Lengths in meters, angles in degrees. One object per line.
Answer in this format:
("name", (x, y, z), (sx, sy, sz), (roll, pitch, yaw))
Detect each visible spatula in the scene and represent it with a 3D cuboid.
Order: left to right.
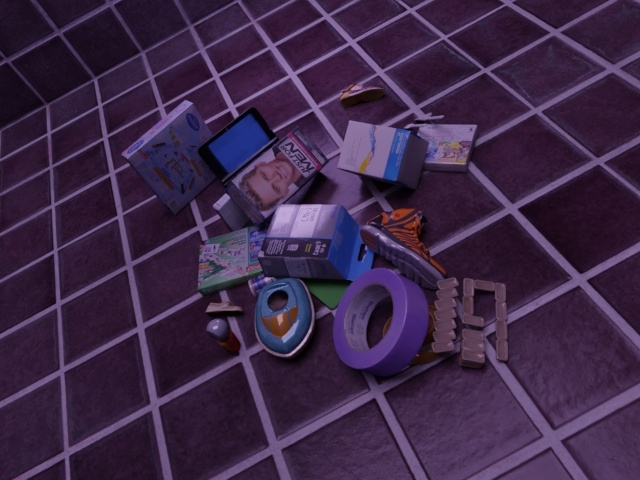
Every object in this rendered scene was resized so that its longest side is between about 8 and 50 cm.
("spatula", (0.336, -0.407, 1.929), (0.168, 0.019, 0.242), (-26, 12, -3))

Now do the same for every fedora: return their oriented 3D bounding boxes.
("fedora", (0.259, 0.239, 1.496), (0.194, 0.079, 0.194), (-12, 50, 15))

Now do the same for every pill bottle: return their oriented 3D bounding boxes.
("pill bottle", (-0.165, 0.134, 1.768), (0.120, 0.067, 0.067), (-24, 48, 4))

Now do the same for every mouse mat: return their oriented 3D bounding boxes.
("mouse mat", (0.030, 0.121, 1.736), (0.152, 0.007, 0.189), (-43, 49, -13))

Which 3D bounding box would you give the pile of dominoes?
("pile of dominoes", (0.396, 0.214, 1.471), (0.195, 0.040, 0.251), (10, 53, 4))

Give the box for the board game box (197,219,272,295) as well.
("board game box", (-0.268, 0.053, 1.889), (0.317, 0.046, 0.214), (-16, 50, 11))

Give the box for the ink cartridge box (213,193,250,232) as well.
("ink cartridge box", (-0.285, -0.133, 1.976), (0.045, 0.145, 0.179), (28, 68, 36))

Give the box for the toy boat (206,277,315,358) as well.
("toy boat", (-0.172, 0.243, 1.631), (0.318, 0.148, 0.268), (-21, 49, 6))

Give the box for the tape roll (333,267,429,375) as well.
("tape roll", (0.155, 0.216, 1.468), (0.274, 0.090, 0.275), (-33, 43, 38))

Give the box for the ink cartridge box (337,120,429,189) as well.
("ink cartridge box", (0.207, -0.284, 1.830), (0.232, 0.171, 0.168), (18, 96, 32))

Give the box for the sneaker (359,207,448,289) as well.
("sneaker", (0.285, 0.002, 1.645), (0.180, 0.125, 0.321), (-37, 59, -23))

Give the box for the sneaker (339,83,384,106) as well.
("sneaker", (0.164, -0.600, 2.203), (0.185, 0.070, 0.084), (-10, 56, 15))

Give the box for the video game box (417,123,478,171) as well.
("video game box", (0.420, -0.320, 1.889), (0.205, 0.048, 0.187), (7, 55, 28))

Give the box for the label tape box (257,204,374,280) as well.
("label tape box", (0.000, 0.000, 1.732), (0.333, 0.106, 0.241), (1, 47, 16))

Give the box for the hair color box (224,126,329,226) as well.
("hair color box", (-0.147, -0.226, 1.921), (0.347, 0.174, 0.105), (-46, 6, -28))

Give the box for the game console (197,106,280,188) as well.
("game console", (-0.273, -0.330, 2.108), (0.293, 0.173, 0.250), (-41, 49, -11))

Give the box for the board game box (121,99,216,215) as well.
("board game box", (-0.539, -0.312, 2.111), (0.318, 0.319, 0.066), (-45, 47, -15))

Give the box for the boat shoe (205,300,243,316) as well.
("boat shoe", (-0.309, 0.217, 1.775), (0.135, 0.050, 0.045), (-3, 58, 21))
